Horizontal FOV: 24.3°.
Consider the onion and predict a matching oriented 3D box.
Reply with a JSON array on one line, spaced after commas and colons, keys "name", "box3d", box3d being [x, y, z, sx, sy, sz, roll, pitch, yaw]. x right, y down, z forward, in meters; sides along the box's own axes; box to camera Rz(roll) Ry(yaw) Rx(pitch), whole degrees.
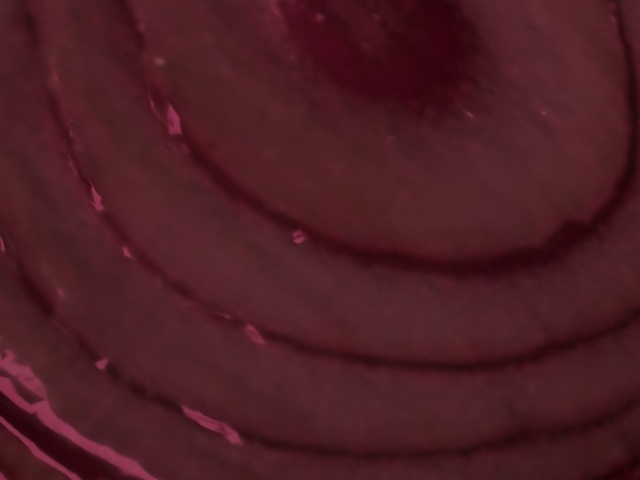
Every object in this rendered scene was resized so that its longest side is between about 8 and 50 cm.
[{"name": "onion", "box3d": [0.000, 0.000, 0.499, 0.282, 0.260, 0.337, 36, 66, 5]}]
